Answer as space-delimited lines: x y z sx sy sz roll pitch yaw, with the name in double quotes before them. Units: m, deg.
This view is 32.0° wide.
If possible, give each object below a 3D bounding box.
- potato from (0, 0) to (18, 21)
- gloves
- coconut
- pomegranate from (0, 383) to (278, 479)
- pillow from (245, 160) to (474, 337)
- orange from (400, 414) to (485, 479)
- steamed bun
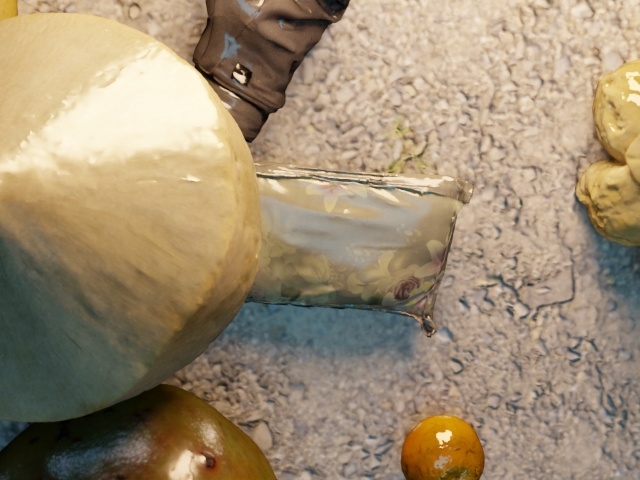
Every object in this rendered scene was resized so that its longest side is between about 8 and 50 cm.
"potato" -0.306 -0.160 0.895 0.182 0.202 0.117 -32 120 -5
"gloves" -0.038 -0.219 0.935 0.142 0.119 0.285 24 114 -20
"coconut" -0.186 -0.017 0.820 0.329 0.329 0.328 -1 103 -4
"pomegranate" -0.186 0.242 0.981 0.291 0.323 0.290 -17 129 -22
"pillow" 0.000 0.000 1.013 0.255 0.059 0.169 7 105 -7
"orange" 0.115 0.206 1.061 0.083 0.070 0.083 -6 116 -13
"steamed bun" 0.383 -0.084 0.986 0.296 0.137 0.292 -7 100 -1
